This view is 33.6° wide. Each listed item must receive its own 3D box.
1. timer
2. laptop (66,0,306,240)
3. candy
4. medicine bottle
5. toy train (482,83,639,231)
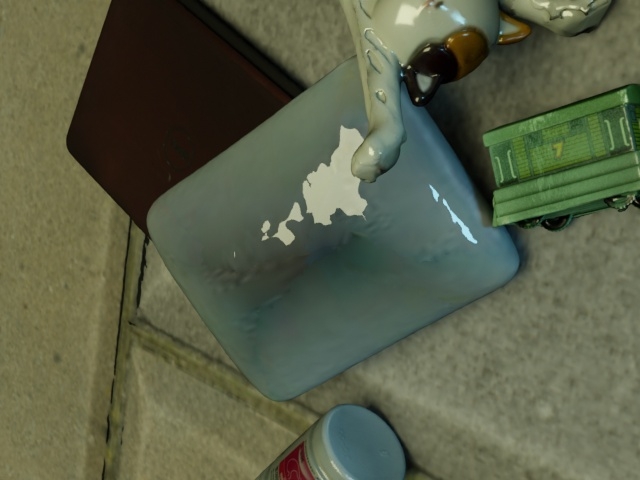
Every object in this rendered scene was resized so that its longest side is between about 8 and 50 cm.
[{"bbox_3d":[0.000,-0.168,0.500,0.266,0.175,0.175,52,126,13],"label":"timer"},{"bbox_3d":[-0.079,-0.062,0.666,0.207,0.026,0.154,43,124,27],"label":"laptop"},{"bbox_3d":[0.000,0.000,0.560,0.174,0.071,0.138,-32,95,29],"label":"candy"},{"bbox_3d":[0.000,0.141,0.610,0.091,0.058,0.058,-48,67,35],"label":"medicine bottle"},{"bbox_3d":[0.121,-0.036,0.495,0.093,0.038,0.056,-15,81,41],"label":"toy train"}]
